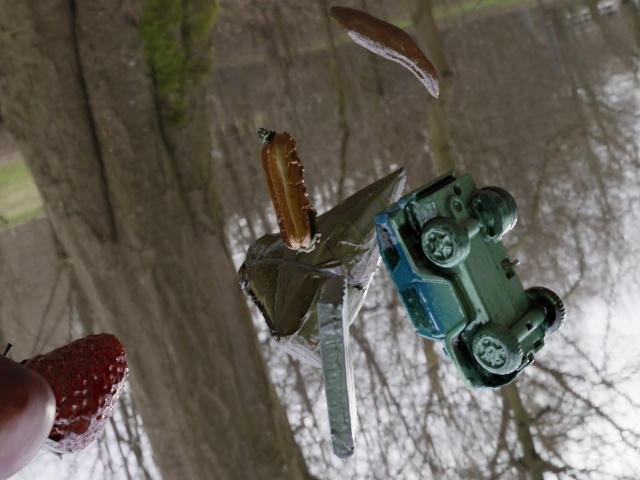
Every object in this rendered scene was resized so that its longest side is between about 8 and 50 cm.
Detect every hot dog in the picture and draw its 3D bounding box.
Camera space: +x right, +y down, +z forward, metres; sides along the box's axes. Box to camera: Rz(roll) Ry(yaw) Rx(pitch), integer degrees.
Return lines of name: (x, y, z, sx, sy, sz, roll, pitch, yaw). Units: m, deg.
hot dog: (-0.043, -0.073, 1.358, 0.055, 0.188, 0.072, -15, -176, -14)

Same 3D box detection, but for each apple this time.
apple: (-0.511, 0.247, 1.374, 0.234, 0.234, 0.234, -17, -173, 2)

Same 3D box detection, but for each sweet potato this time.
sweet potato: (0.124, -0.355, 1.728, 0.058, 0.255, 0.078, -56, -178, -34)

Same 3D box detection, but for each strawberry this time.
strawberry: (-0.462, 0.274, 1.781, 0.205, 0.205, 0.244, -10, -148, 48)

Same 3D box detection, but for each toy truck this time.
toy truck: (0.193, 0.051, 1.250, 0.156, 0.279, 0.155, -21, -174, 45)

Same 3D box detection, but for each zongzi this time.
zongzi: (0.000, 0.000, 1.819, 0.174, 0.393, 0.356, 24, -173, -27)

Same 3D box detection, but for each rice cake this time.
rice cake: (0.024, 0.158, 1.245, 0.037, 0.198, 0.189, -5, -169, 4)
